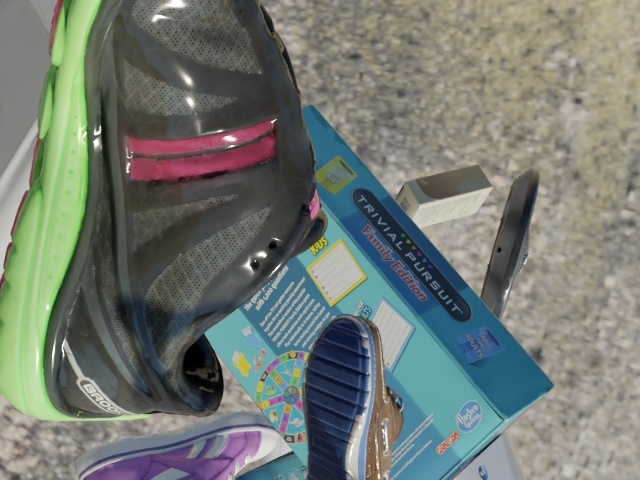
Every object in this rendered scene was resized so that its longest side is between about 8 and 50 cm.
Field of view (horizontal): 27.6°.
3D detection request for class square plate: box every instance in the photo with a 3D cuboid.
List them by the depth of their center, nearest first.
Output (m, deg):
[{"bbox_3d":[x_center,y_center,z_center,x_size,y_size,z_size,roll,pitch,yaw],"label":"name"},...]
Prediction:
[{"bbox_3d":[-0.325,-0.099,1.291,0.049,0.344,0.347,26,105,-35],"label":"square plate"}]

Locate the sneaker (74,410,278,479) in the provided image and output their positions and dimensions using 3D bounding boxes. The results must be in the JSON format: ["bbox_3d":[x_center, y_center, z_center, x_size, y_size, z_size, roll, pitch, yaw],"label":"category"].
[{"bbox_3d":[-0.147,0.305,1.561,0.282,0.161,0.102,-10,151,-40],"label":"sneaker"}]

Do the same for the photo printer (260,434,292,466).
[{"bbox_3d":[0.071,0.272,1.839,0.308,0.107,0.256,9,98,2],"label":"photo printer"}]

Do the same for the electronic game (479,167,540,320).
[{"bbox_3d":[0.258,0.013,1.763,0.229,0.048,0.229,16,90,-85],"label":"electronic game"}]

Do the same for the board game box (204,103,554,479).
[{"bbox_3d":[0.020,0.083,1.207,0.079,0.336,0.254,-26,161,-43],"label":"board game box"}]

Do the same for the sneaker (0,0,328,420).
[{"bbox_3d":[-0.081,-0.080,0.856,0.202,0.185,0.482,14,122,-10],"label":"sneaker"}]

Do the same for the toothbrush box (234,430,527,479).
[{"bbox_3d":[0.080,0.306,1.431,0.126,0.296,0.216,-16,81,-51],"label":"toothbrush box"}]

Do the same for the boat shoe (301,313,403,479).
[{"bbox_3d":[0.028,0.138,1.022,0.066,0.066,0.183,-16,120,-44],"label":"boat shoe"}]

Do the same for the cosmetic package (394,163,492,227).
[{"bbox_3d":[0.152,-0.054,1.636,0.115,0.041,0.060,-14,151,-30],"label":"cosmetic package"}]
